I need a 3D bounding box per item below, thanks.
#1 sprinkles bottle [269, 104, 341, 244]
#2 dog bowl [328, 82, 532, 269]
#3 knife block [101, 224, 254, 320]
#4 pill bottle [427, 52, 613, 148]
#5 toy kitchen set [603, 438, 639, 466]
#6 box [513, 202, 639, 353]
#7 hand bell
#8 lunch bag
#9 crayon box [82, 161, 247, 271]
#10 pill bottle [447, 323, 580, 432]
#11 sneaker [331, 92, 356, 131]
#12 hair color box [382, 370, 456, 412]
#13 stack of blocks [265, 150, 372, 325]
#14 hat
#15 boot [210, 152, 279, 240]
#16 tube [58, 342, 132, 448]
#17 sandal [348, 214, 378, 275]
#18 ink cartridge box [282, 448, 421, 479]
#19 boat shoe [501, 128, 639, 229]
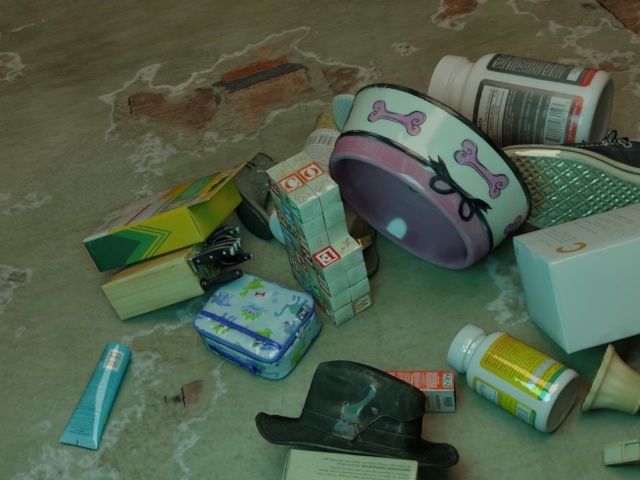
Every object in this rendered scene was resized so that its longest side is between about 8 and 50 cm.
[{"bbox_3d":[-0.001,-0.145,1.956,0.121,0.121,0.355,7,49,19],"label":"sprinkles bottle"},{"bbox_3d":[0.189,-0.104,1.700,0.408,0.408,0.150,27,72,33],"label":"dog bowl"},{"bbox_3d":[-0.275,0.067,1.769,0.275,0.088,0.242,-33,18,-19],"label":"knife block"},{"bbox_3d":[0.429,-0.292,1.935,0.362,0.210,0.210,16,53,26],"label":"pill bottle"},{"bbox_3d":[0.514,0.331,1.436,0.083,0.075,0.068,18,64,-23],"label":"toy kitchen set"},{"bbox_3d":[0.544,0.046,1.557,0.345,0.168,0.215,-15,12,-1],"label":"box"},{"bbox_3d":[0.563,0.274,1.457,0.242,0.126,0.126,24,55,17],"label":"hand bell"},{"bbox_3d":[-0.122,0.162,1.717,0.219,0.090,0.176,21,58,31],"label":"lunch bag"},{"bbox_3d":[-0.305,-0.048,1.849,0.322,0.083,0.203,-17,19,27],"label":"crayon box"},{"bbox_3d":[0.326,0.229,1.527,0.208,0.118,0.117,28,59,34],"label":"pill bottle"},{"bbox_3d":[0.164,-0.260,1.922,0.161,0.102,0.282,-27,41,-37],"label":"sneaker"},{"bbox_3d":[0.165,0.265,1.561,0.141,0.072,0.043,-1,47,11],"label":"hair color box"},{"bbox_3d":[0.000,0.000,1.694,0.087,0.297,0.171,-29,46,-16],"label":"stack of blocks"},{"bbox_3d":[0.065,0.264,1.426,0.331,0.331,0.134,8,89,20],"label":"hat"},{"bbox_3d":[-0.126,-0.112,1.988,0.161,0.083,0.246,-28,48,-22],"label":"boot"},{"bbox_3d":[-0.420,0.294,1.690,0.080,0.052,0.207,3,53,22],"label":"tube"},{"bbox_3d":[0.086,0.000,1.848,0.072,0.049,0.180,-2,47,11],"label":"sandal"},{"bbox_3d":[0.058,0.410,1.332,0.193,0.235,0.088,0,50,14],"label":"ink cartridge box"},{"bbox_3d":[0.565,-0.113,1.737,0.500,0.187,0.156,5,35,2],"label":"boat shoe"}]
